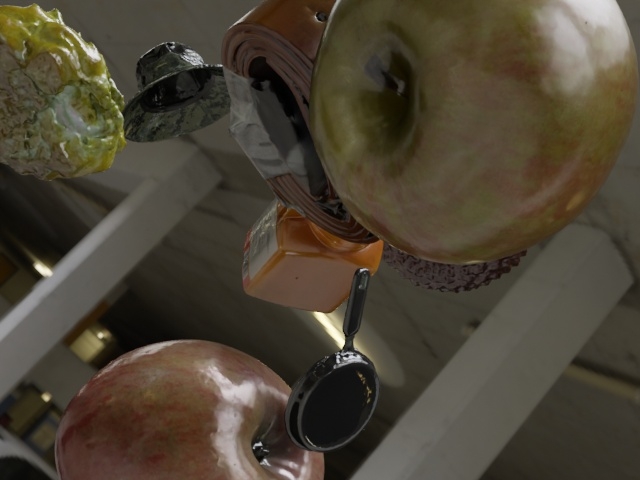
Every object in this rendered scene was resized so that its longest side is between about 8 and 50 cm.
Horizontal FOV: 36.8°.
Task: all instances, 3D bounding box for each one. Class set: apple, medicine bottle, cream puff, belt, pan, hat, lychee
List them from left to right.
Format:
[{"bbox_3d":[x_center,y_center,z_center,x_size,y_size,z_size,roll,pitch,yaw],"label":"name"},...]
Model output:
[{"bbox_3d":[-0.404,-0.224,1.443,0.281,0.185,0.282,9,-61,16],"label":"cream puff"},{"bbox_3d":[-0.280,-0.301,1.833,0.265,0.265,0.128,93,-24,-68],"label":"hat"},{"bbox_3d":[-0.145,0.279,1.195,0.345,0.269,0.345,56,11,-17],"label":"apple"},{"bbox_3d":[0.000,-0.001,1.287,0.149,0.112,0.222,15,-34,-21],"label":"medicine bottle"},{"bbox_3d":[0.005,-0.120,0.929,0.184,0.105,0.261,19,-34,38],"label":"belt"},{"bbox_3d":[0.029,0.147,1.131,0.136,0.235,0.028,1,17,-39],"label":"pan"},{"bbox_3d":[0.213,-0.050,1.545,0.275,0.276,0.304,36,14,22],"label":"lychee"},{"bbox_3d":[0.123,-0.108,0.741,0.234,0.257,0.257,2,14,-40],"label":"apple"}]
